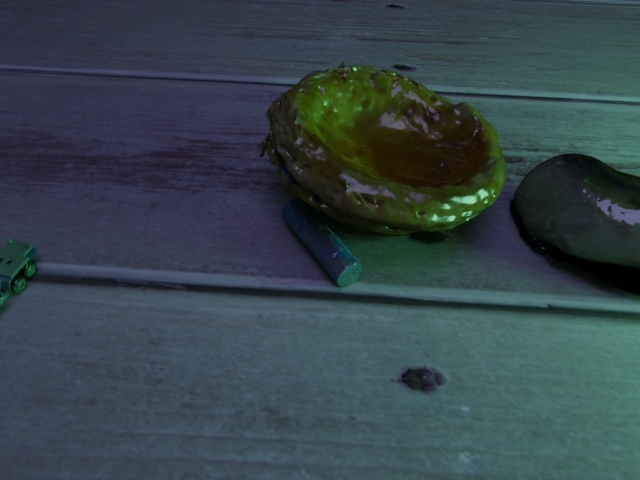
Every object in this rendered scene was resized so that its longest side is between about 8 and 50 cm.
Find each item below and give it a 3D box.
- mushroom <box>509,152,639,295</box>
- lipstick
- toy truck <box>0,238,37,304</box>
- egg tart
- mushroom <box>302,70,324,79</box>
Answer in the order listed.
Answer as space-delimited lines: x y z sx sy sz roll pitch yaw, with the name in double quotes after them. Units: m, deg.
0.473 -0.041 0.691 0.344 0.129 0.247 28 57 22 "mushroom"
0.000 0.000 0.696 0.048 0.048 0.158 -24 52 -22 "lipstick"
-0.448 0.058 0.609 0.067 0.081 0.175 13 48 8 "toy truck"
0.096 -0.132 0.741 0.389 0.168 0.387 5 46 -5 "egg tart"
-0.005 -0.309 0.968 0.084 0.083 0.067 30 13 24 "mushroom"
